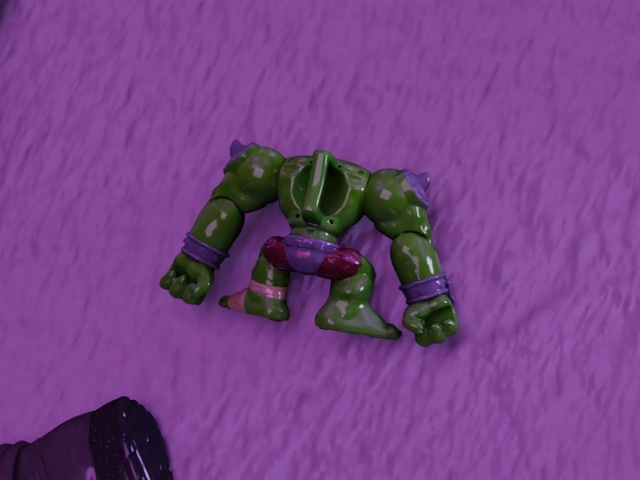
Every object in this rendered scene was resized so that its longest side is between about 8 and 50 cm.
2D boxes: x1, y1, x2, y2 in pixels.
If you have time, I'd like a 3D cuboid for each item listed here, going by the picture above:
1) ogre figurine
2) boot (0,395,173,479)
[{"bbox_3d":[0.000,0.000,1.049,0.197,0.097,0.118,11,91,28],"label":"ogre figurine"},{"bbox_3d":[-0.167,0.239,1.051,0.161,0.083,0.246,-23,67,15],"label":"boot"}]
